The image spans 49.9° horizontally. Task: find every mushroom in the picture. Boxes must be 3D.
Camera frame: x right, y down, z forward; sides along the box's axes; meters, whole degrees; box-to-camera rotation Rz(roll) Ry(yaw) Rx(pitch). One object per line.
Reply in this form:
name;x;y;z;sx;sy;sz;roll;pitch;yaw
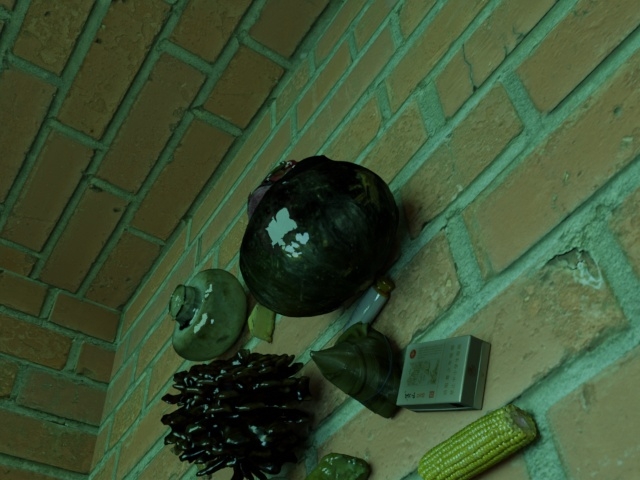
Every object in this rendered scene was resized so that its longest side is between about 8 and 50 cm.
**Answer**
mushroom;-0.415;0.270;2.491;0.352;0.261;0.352;-37;40;39

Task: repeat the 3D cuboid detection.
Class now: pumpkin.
pumpkin;0.000;0.000;1.759;0.454;0.344;0.454;-50;-12;-15

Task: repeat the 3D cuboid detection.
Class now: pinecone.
pinecone;-0.215;0.457;1.778;0.398;0.398;0.397;-46;30;37

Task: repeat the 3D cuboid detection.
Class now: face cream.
face cream;0.120;0.174;1.743;0.182;0.051;0.072;-58;16;15

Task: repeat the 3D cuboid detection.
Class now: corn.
corn;0.268;0.371;1.216;0.248;0.081;0.081;-47;30;35

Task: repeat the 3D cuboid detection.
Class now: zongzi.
zongzi;0.056;0.244;1.535;0.125;0.274;0.250;-51;27;13

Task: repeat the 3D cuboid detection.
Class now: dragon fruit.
dragon fruit;-0.042;-0.113;2.146;0.263;0.296;0.314;-39;-1;-42

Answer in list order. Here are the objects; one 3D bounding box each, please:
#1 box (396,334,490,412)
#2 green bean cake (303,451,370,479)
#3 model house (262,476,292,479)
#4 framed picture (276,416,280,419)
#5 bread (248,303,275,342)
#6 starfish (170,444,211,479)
box;0.245;0.272;1.387;0.201;0.058;0.140;-25;46;54
green bean cake;0.030;0.592;1.438;0.232;0.124;0.236;-57;24;16
model house;-0.151;0.664;1.629;0.122;0.230;0.188;-138;39;-69
framed picture;-0.125;0.459;2.021;0.109;0.011;0.149;-55;26;22
bread;-0.188;0.269;2.241;0.080;0.084;0.109;-59;24;17
starfish;-0.389;0.623;2.328;0.432;0.083;0.323;-10;55;59
